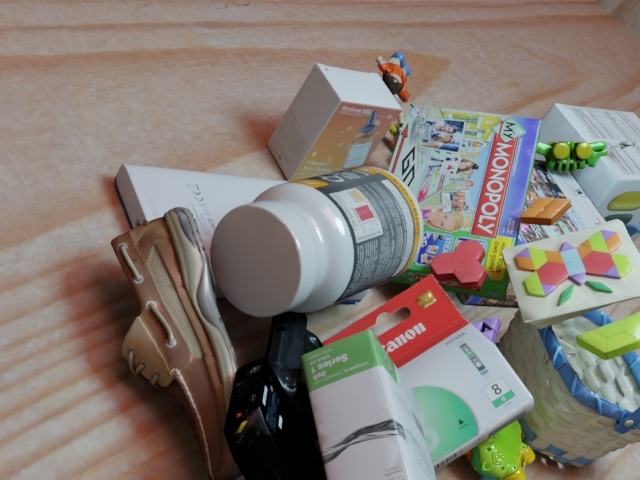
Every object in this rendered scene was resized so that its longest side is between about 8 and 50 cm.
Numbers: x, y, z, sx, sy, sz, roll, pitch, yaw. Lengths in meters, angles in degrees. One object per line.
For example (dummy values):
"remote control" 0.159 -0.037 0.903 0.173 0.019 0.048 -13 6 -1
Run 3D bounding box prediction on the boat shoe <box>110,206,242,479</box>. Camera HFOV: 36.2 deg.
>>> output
"boat shoe" -0.159 0.118 1.090 0.116 0.123 0.324 -15 61 -8

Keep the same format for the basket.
"basket" 0.383 0.148 1.343 0.201 0.289 0.255 19 37 -25

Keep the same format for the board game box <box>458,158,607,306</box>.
"board game box" 0.330 -0.018 1.632 0.291 0.141 0.232 7 43 -36

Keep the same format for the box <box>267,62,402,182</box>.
"box" 0.020 -0.177 1.531 0.130 0.170 0.091 1 47 -39

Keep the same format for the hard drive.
"hard drive" -0.102 -0.007 1.335 0.318 0.040 0.210 4 45 -38

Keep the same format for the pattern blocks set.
"pattern blocks set" 0.336 0.040 1.298 0.324 0.026 0.285 -25 44 -5

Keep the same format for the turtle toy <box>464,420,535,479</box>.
"turtle toy" 0.225 0.263 1.267 0.095 0.066 0.130 55 32 -3

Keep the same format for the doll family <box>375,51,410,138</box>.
"doll family" 0.153 -0.203 1.758 0.263 0.118 0.163 48 25 -13

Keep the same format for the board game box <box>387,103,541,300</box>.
"board game box" 0.202 -0.067 1.481 0.213 0.046 0.317 8 56 16

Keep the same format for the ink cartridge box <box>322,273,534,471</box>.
"ink cartridge box" 0.128 0.163 1.225 0.181 0.056 0.225 -31 65 -6

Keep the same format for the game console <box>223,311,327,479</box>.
"game console" -0.024 0.197 1.090 0.361 0.044 0.213 -83 148 -67

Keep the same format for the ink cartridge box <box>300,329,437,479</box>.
"ink cartridge box" 0.064 0.235 1.064 0.160 0.092 0.219 57 15 -48

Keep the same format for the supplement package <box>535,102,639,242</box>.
"supplement package" 0.516 -0.115 1.859 0.262 0.199 0.198 -2 49 -41

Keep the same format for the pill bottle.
"pill bottle" 0.000 0.000 1.217 0.162 0.162 0.278 47 30 17

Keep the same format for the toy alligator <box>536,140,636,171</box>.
"toy alligator" 0.449 -0.144 1.680 0.189 0.051 0.056 -1 8 -5
